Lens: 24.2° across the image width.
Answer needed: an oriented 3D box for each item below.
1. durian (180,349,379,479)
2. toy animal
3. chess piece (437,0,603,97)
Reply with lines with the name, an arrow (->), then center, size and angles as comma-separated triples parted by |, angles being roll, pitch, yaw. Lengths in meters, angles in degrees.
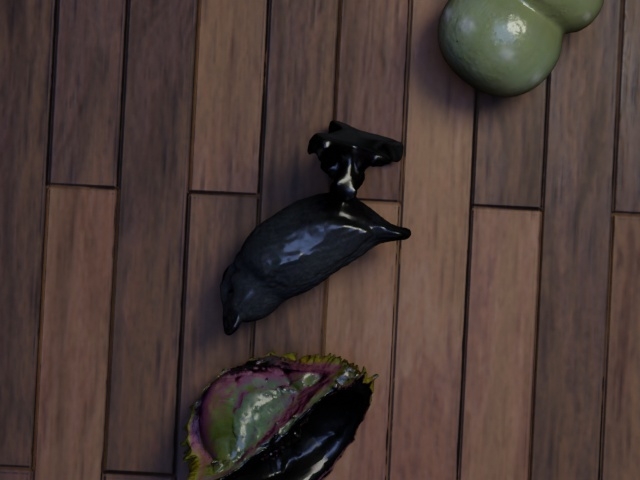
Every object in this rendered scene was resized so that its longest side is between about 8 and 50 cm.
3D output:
durian -> -0.046, 0.155, 1.283 | 0.186, 0.119, 0.108 | -38, 51, -12
toy animal -> 0.000, 0.004, 1.281 | 0.117, 0.121, 0.210 | 32, 104, -5
chess piece -> 0.196, -0.237, 1.263 | 0.144, 0.144, 0.251 | 36, 96, 0
